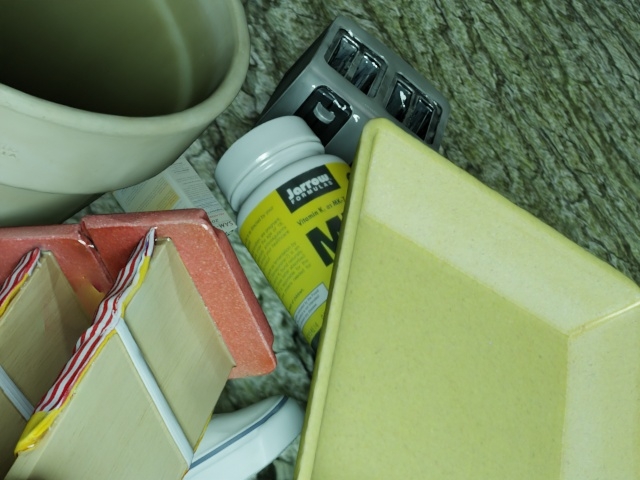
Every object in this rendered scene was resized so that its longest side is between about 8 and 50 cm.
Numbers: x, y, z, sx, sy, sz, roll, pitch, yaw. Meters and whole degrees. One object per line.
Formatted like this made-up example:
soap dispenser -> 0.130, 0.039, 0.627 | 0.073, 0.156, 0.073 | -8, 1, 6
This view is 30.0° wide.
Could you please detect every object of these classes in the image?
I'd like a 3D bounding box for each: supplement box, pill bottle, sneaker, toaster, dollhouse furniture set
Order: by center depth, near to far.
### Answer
dollhouse furniture set -> -0.089, 0.190, 0.644 | 0.201, 0.152, 0.374 | -65, 140, -49
sneaker -> -0.104, 0.143, 0.799 | 0.091, 0.094, 0.258 | 55, 35, 9
supplement box -> -0.124, -0.027, 1.000 | 0.098, 0.062, 0.036 | 53, 32, 12
pill bottle -> 0.000, 0.000, 1.053 | 0.119, 0.119, 0.208 | -11, 61, -52
toaster -> 0.037, -0.126, 1.243 | 0.168, 0.110, 0.186 | 39, 33, -10

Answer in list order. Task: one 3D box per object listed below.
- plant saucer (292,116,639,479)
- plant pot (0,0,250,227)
plant saucer -> 0.117, 0.121, 0.920 | 0.332, 0.081, 0.333 | 30, 53, -25
plant pot -> -0.249, -0.102, 0.745 | 0.323, 0.280, 0.323 | 28, 35, -22
